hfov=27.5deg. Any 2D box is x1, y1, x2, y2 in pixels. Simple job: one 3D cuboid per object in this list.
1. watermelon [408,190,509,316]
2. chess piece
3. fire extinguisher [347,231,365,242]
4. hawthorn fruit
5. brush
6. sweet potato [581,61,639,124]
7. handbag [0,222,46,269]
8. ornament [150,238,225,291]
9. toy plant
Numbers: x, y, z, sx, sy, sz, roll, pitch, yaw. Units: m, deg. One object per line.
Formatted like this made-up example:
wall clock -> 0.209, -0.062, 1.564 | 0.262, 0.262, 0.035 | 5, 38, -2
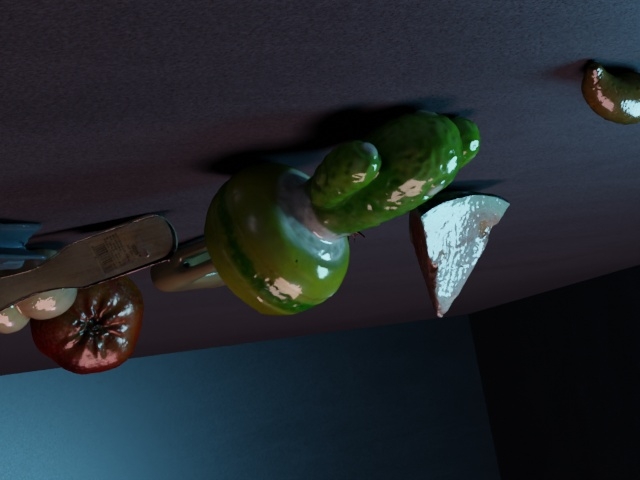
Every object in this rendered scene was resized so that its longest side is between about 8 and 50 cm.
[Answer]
watermelon -> 0.167, 0.001, 1.997 | 0.136, 0.202, 0.207 | 33, 154, -14
chess piece -> -0.471, 0.084, 1.849 | 0.261, 0.143, 0.143 | -18, 171, 3
fire extinguisher -> 0.002, 0.001, 2.109 | 0.132, 0.039, 0.056 | -23, 128, 23
hawthorn fruit -> -0.363, 0.115, 2.033 | 0.179, 0.179, 0.200 | -9, -172, -10
brush -> -0.349, 0.040, 1.770 | 0.327, 0.070, 0.065 | -20, -173, 1
sweet potato -> 0.344, -0.156, 1.462 | 0.069, 0.059, 0.249 | 8, -177, 23
handbag -> -0.481, 0.026, 1.656 | 0.229, 0.062, 0.179 | -15, 173, 26
ornament -> -0.175, 0.045, 2.128 | 0.245, 0.061, 0.230 | -20, 170, 42
toy plant -> 0.027, -0.054, 1.491 | 0.316, 0.184, 0.224 | -33, 166, 27
